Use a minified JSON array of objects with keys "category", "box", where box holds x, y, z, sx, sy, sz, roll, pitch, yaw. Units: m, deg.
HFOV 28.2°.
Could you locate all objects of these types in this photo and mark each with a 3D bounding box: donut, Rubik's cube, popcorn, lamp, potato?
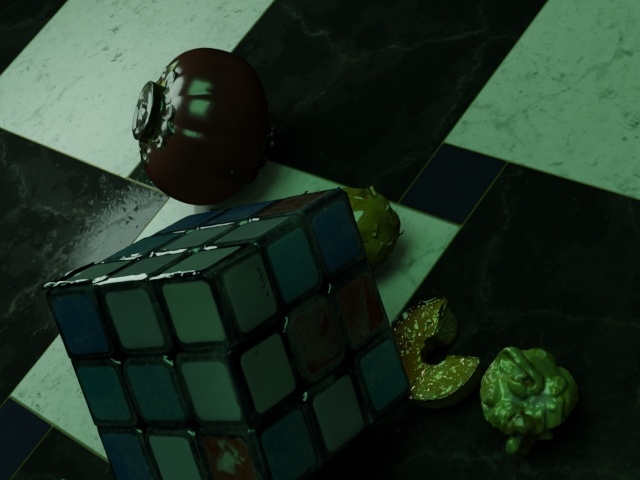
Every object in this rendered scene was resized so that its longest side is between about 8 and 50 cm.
[{"category":"donut","box":[0.171,0.187,1.982,0.146,0.078,0.181,-32,50,5]},{"category":"Rubik's cube","box":[-0.132,0.154,1.883,0.362,0.358,0.363,-11,12,39]},{"category":"popcorn","box":[0.299,0.224,1.844,0.141,0.162,0.135,-19,5,-14]},{"category":"lamp","box":[-0.220,-0.216,2.422,0.303,0.257,0.303,-167,90,-68]},{"category":"potato","box":[0.000,0.000,2.195,0.300,0.140,0.173,-20,53,24]}]

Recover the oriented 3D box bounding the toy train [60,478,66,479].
[{"category":"toy train","box":[-0.447,0.500,2.084,0.159,0.101,0.248,7,56,51]}]
